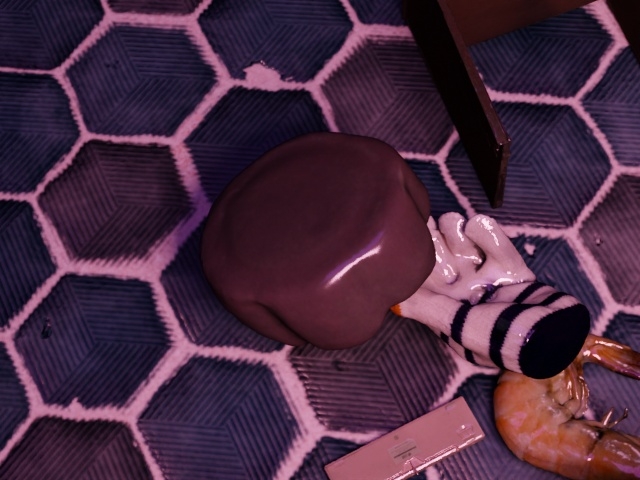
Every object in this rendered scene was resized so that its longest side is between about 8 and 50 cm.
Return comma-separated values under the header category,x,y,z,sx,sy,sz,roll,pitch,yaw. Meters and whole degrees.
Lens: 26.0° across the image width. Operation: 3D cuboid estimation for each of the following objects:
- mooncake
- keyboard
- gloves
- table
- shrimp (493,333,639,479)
category,x,y,z,sx,sy,sz,roll,pitch,yaw
mooncake,0.000,0.000,1.447,0.245,0.133,0.245,-22,43,23
keyboard,0.089,0.224,1.448,0.166,0.017,0.055,-26,63,-7
gloves,0.167,0.061,1.465,0.140,0.131,0.219,-51,43,-11
table,0.253,-0.224,1.532,0.251,0.196,0.282,-20,70,-5
shrimp,0.324,0.194,1.426,0.296,0.058,0.169,25,69,17
